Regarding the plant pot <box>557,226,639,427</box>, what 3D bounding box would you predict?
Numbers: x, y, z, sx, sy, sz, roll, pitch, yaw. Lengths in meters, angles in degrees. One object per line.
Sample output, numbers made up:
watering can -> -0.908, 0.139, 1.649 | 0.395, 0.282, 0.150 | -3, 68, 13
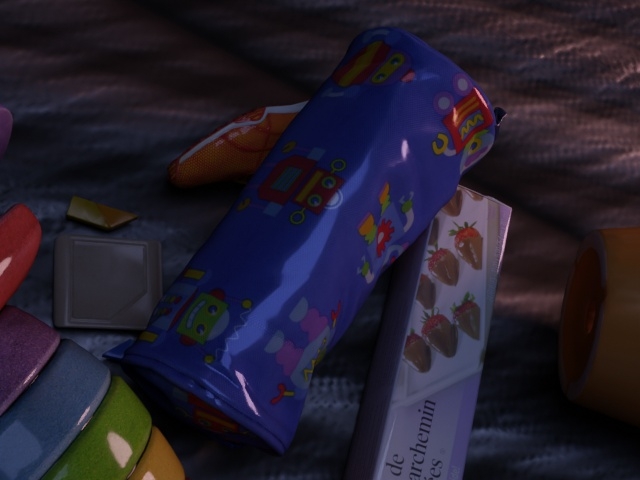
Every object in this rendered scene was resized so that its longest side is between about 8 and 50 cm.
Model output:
plant pot -> 0.282, 0.068, 0.827 | 0.188, 0.205, 0.205 | 10, 62, -1

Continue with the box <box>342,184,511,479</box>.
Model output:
box -> 0.068, 0.109, 0.786 | 0.063, 0.067, 0.324 | 22, 59, -11

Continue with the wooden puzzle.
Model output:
wooden puzzle -> -0.144, 0.028, 0.768 | 0.079, 0.014, 0.116 | 9, 63, -13

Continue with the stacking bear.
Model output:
stacking bear -> -0.138, 0.153, 0.632 | 0.289, 0.175, 0.164 | 45, 29, -11

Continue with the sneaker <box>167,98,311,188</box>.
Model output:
sneaker -> -0.028, -0.064, 0.831 | 0.175, 0.064, 0.067 | -18, 84, -25

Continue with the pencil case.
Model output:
pencil case -> 0.000, 0.000, 0.753 | 0.119, 0.133, 0.306 | 22, 65, 30

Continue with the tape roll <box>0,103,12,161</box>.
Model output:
tape roll -> -0.263, -0.019, 0.639 | 0.080, 0.189, 0.189 | 34, 59, -4
